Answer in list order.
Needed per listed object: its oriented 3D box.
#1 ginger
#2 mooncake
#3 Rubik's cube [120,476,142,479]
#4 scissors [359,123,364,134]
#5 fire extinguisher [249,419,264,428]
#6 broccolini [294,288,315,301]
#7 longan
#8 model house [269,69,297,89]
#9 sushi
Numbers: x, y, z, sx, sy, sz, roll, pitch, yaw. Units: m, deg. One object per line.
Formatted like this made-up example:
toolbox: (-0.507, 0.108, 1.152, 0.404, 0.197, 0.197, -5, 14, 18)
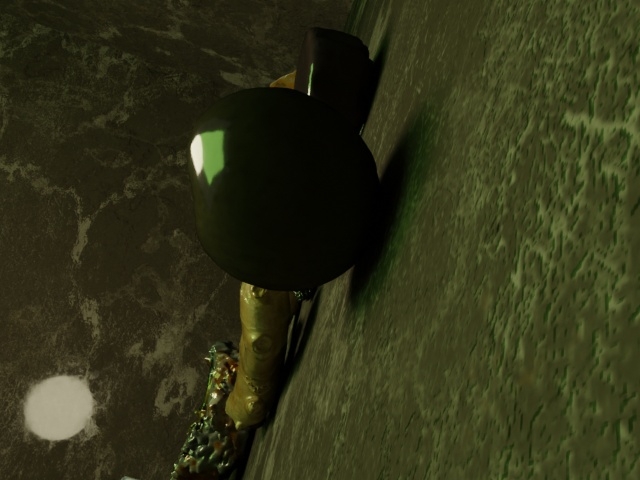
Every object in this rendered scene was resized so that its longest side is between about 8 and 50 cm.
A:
ginger: (-0.112, 0.218, 1.110, 0.363, 0.122, 0.349, 138, 142, -83)
mooncake: (0.017, -0.282, 1.162, 0.283, 0.141, 0.283, -172, 90, -81)
Rubik's cube: (-0.302, 0.639, 1.035, 0.256, 0.253, 0.259, -87, 13, -67)
scissors: (0.067, -0.180, 1.068, 0.036, 0.006, 0.083, -91, 19, -64)
fire extinguisher: (-0.138, 0.352, 1.308, 0.078, 0.045, 0.157, -58, 12, 29)
broccolini: (-0.006, 0.001, 1.033, 0.071, 0.057, 0.255, 37, 123, 36)
longan: (-0.051, -0.058, 0.674, 0.248, 0.248, 0.248, -163, 90, -84)
model house: (-0.029, -0.355, 1.455, 0.136, 0.219, 0.208, -73, 3, -58)
sushi: (-0.265, 0.459, 1.527, 0.417, 0.175, 0.418, -163, 90, -84)
